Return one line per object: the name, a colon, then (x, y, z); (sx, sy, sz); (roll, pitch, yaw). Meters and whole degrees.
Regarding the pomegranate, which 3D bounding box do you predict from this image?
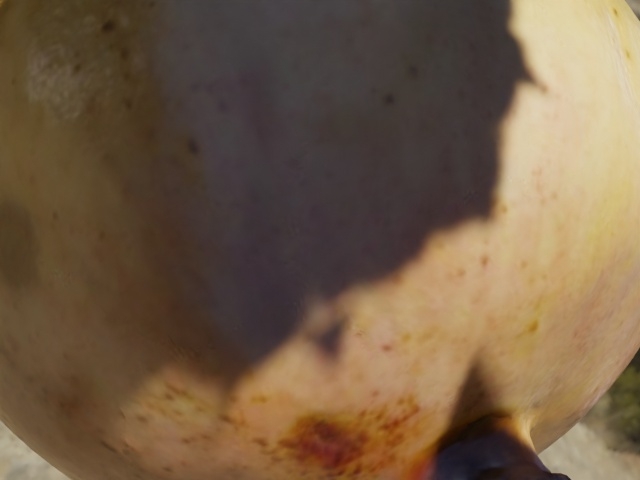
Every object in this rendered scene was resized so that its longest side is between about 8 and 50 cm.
pomegranate: (0.000, 0.000, 0.583); (0.338, 0.338, 0.338); (52, 19, -26)
